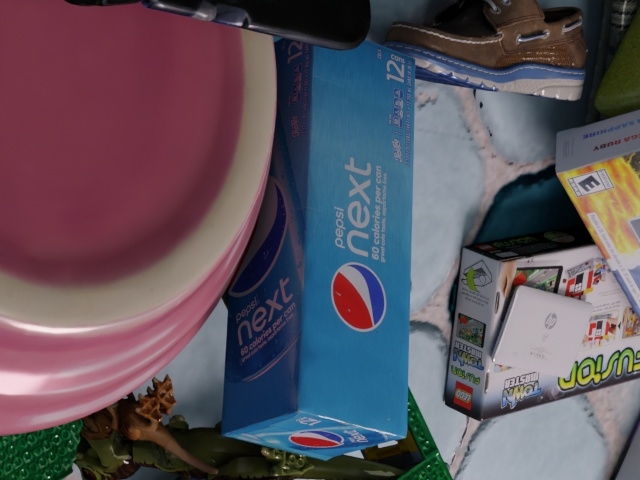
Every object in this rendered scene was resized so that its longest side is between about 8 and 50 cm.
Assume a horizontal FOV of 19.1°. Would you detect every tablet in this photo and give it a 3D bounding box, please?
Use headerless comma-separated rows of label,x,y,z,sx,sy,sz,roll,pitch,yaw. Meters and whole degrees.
tablet,0.147,0.061,1.249,0.083,0.006,0.054,14,96,-46

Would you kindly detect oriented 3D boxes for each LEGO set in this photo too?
LEGO set,-0.093,0.136,1.023,0.331,0.192,0.255,-40,101,-40

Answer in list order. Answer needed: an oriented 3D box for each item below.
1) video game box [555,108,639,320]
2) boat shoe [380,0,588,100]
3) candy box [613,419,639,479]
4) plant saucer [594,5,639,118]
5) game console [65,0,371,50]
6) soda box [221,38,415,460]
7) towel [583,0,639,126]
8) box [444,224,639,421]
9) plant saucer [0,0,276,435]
video game box,0.276,-0.012,1.225,0.205,0.187,0.048,55,28,-35
boat shoe,0.100,-0.125,1.149,0.183,0.066,0.066,0,102,-53
candy box,0.322,0.171,1.463,0.196,0.070,0.165,25,88,-45
plant saucer,0.301,-0.127,1.225,0.188,0.045,0.188,26,90,-16
game console,-0.041,-0.254,0.806,0.173,0.250,0.293,-6,76,-19
soda box,0.000,0.000,0.971,0.071,0.067,0.210,17,64,-35
towel,0.299,-0.201,1.319,0.312,0.056,0.324,-11,116,-37
box,0.175,0.049,1.302,0.207,0.036,0.114,-9,112,-41
plant saucer,-0.138,-0.080,0.844,0.332,0.084,0.332,7,80,-42
